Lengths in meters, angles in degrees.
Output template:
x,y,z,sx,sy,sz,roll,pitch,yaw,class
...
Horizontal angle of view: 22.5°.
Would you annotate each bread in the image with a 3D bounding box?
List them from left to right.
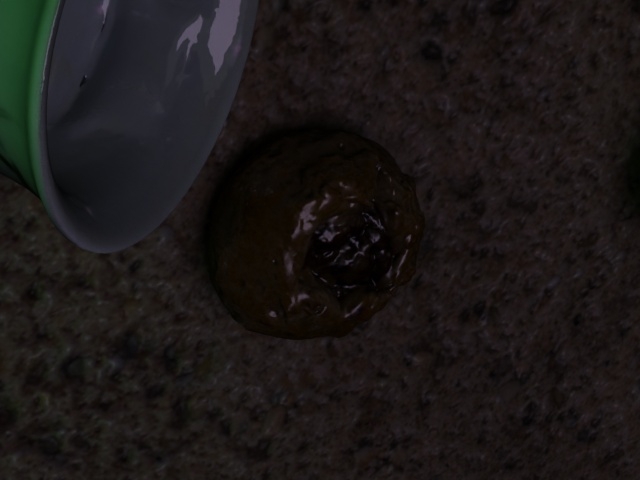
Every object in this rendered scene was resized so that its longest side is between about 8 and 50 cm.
x,y,z,sx,sy,sz,roll,pitch,yaw,class
0.000,0.000,1.593,0.230,0.123,0.230,-13,123,-21,bread

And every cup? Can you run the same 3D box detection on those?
x,y,z,sx,sy,sz,roll,pitch,yaw,class
-0.190,-0.176,1.250,0.347,0.163,0.347,17,90,-72,cup

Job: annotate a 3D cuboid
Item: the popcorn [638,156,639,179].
x,y,z,sx,sy,sz,roll,pitch,yaw,class
0.448,-0.064,1.774,0.174,0.195,0.168,13,70,-15,popcorn
